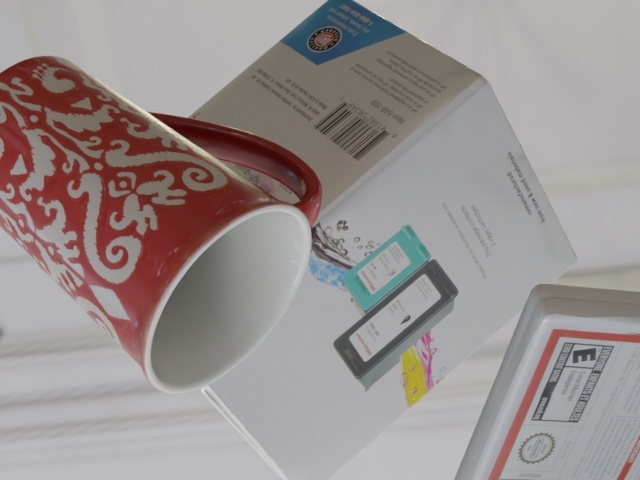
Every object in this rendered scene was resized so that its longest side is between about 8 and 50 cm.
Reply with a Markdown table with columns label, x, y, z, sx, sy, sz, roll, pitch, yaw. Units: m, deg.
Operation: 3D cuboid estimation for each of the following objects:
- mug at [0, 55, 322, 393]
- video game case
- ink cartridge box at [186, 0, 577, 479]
| label | x | y | z | sx | sy | sz | roll | pitch | yaw |
| --- | --- | --- | --- | --- | --- | --- | --- | --- | --- |
| mug | -0.094 | -0.015 | 0.725 | 0.169 | 0.113 | 0.150 | 36 | -162 | 26 |
| video game case | 0.214 | 0.112 | 0.689 | 0.285 | 0.204 | 0.025 | 5 | -139 | -11 |
| ink cartridge box | 0.000 | 0.000 | 0.999 | 0.270 | 0.197 | 0.198 | -40 | -140 | -7 |
